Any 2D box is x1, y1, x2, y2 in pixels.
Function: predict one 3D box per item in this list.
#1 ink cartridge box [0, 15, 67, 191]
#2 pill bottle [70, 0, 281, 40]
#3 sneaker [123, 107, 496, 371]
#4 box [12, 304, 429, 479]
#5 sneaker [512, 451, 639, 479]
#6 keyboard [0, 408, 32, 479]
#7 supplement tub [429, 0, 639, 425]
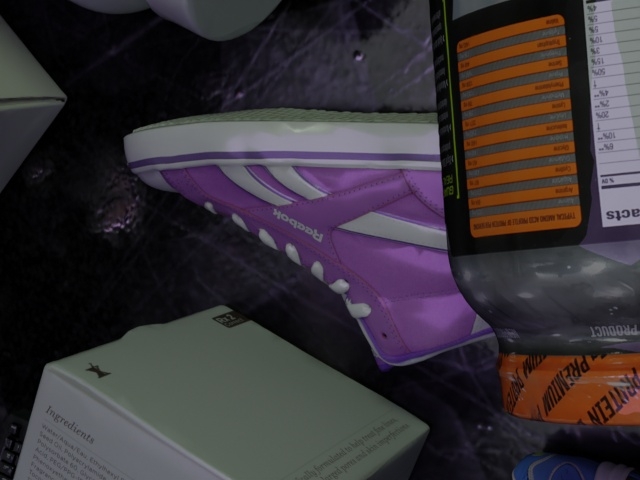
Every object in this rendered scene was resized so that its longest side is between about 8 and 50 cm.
[{"bbox_3d":[-0.350,-0.130,0.884,0.273,0.115,0.198,50,118,14],"label":"ink cartridge box"},{"bbox_3d":[-0.153,-0.244,0.724,0.302,0.169,0.169,32,112,21],"label":"pill bottle"},{"bbox_3d":[0.000,0.000,0.720,0.282,0.102,0.161,6,104,28],"label":"sneaker"},{"bbox_3d":[-0.061,0.144,0.727,0.182,0.181,0.119,28,111,23],"label":"box"},{"bbox_3d":[0.137,0.225,0.697,0.081,0.080,0.211,18,97,33],"label":"sneaker"},{"bbox_3d":[-0.163,0.177,0.866,0.180,0.023,0.108,19,85,22],"label":"keyboard"},{"bbox_3d":[0.149,-0.080,0.548,0.194,0.194,0.315,-4,89,30],"label":"supplement tub"}]
